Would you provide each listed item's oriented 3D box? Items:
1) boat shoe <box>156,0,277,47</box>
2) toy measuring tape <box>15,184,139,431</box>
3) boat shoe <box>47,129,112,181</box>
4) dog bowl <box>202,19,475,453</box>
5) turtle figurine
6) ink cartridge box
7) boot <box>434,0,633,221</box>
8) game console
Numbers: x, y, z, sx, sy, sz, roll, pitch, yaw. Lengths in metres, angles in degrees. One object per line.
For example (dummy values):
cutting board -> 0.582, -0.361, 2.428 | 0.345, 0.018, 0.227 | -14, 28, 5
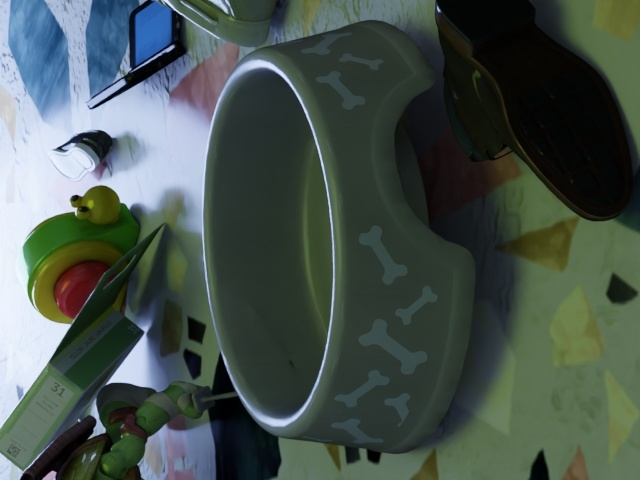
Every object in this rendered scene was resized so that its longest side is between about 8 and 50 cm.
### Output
boat shoe -> -0.138, -0.265, 1.720 | 0.302, 0.109, 0.094 | 37, 124, 51
toy measuring tape -> -0.282, 0.079, 1.971 | 0.121, 0.121, 0.330 | 56, 137, 44
boat shoe -> -0.264, -0.097, 2.011 | 0.046, 0.038, 0.125 | 47, 157, -11
dog bowl -> 0.000, 0.000, 1.447 | 0.349, 0.102, 0.349 | 176, 90, -68
turtle figurine -> -0.148, 0.238, 1.754 | 0.266, 0.274, 0.198 | -133, 24, -76
ink cartridge box -> -0.226, 0.106, 1.837 | 0.056, 0.171, 0.235 | 39, 114, 1
boot -> 0.148, -0.083, 1.281 | 0.106, 0.082, 0.219 | 92, 154, -60
game console -> -0.192, -0.197, 1.853 | 0.071, 0.107, 0.122 | 60, 150, -5
